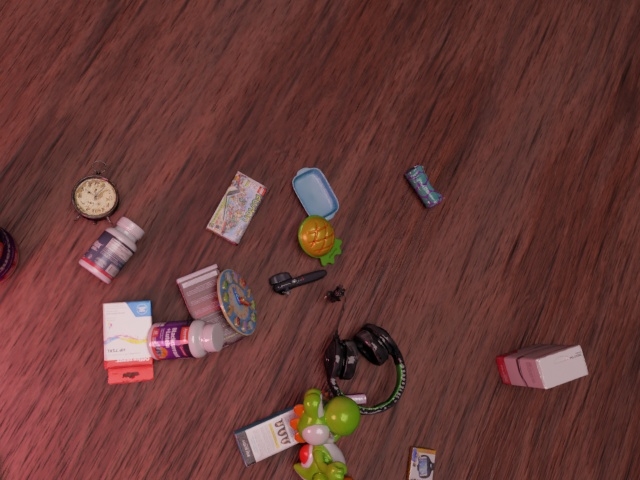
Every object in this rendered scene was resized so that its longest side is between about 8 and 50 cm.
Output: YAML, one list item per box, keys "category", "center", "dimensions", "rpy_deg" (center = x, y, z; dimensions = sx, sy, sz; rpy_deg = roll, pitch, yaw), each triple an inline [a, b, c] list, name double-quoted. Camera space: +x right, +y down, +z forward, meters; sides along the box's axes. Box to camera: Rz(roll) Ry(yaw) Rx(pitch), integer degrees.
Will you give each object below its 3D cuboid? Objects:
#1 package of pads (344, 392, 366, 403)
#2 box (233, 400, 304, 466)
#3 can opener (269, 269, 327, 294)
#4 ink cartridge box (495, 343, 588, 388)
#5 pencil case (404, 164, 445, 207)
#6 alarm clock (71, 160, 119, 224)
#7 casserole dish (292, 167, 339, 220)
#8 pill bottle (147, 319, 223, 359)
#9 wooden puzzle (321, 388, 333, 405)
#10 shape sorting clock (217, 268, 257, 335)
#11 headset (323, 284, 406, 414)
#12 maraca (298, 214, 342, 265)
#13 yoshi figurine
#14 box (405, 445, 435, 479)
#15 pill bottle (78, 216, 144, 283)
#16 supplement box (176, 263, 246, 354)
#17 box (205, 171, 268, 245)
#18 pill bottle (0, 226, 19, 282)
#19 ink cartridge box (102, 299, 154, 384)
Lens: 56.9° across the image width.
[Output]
- category: "package of pads"
  center: [0.097, 0.497, 1.845]
  dimensions: [0.083, 0.050, 0.032]
  rpy_deg: [-1, 81, -15]
- category: "box"
  center: [-0.128, 0.573, 1.766]
  dimensions: [0.244, 0.060, 0.101]
  rpy_deg: [-19, 87, -17]
- category: "can opener"
  center: [-0.065, 0.124, 1.858]
  dimensions: [0.186, 0.059, 0.073]
  rpy_deg: [-13, 84, -16]
- category: "ink cartridge box"
  center: [0.719, 0.408, 1.931]
  dimensions: [0.172, 0.237, 0.100]
  rpy_deg: [-14, 85, -17]
- category: "pencil case"
  center: [0.355, -0.187, 2.021]
  dimensions: [0.070, 0.064, 0.152]
  rpy_deg: [-33, 91, -1]
- category: "alarm clock"
  center: [-0.658, -0.142, 1.738]
  dimensions: [0.129, 0.064, 0.192]
  rpy_deg: [5, 82, -14]
- category: "casserole dish"
  center: [-0.019, -0.148, 1.928]
  dimensions: [0.114, 0.037, 0.188]
  rpy_deg: [-29, 90, -18]
- category: "pill bottle"
  center: [-0.377, 0.279, 1.663]
  dimensions: [0.193, 0.108, 0.108]
  rpy_deg: [-6, 82, 14]
- category: "wooden puzzle"
  center: [0.003, 0.494, 1.843]
  dimensions: [0.083, 0.006, 0.049]
  rpy_deg: [-10, 84, -17]
- category: "shape sorting clock"
  center: [-0.241, 0.180, 1.739]
  dimensions: [0.040, 0.206, 0.206]
  rpy_deg: [-24, 88, 14]
- category: "headset"
  center: [0.119, 0.333, 1.807]
  dimensions: [0.243, 0.185, 0.394]
  rpy_deg: [-19, 75, -18]
- category: "maraca"
  center: [0.000, 0.000, 1.881]
  dimensions: [0.127, 0.099, 0.186]
  rpy_deg: [-52, 122, -14]
- category: "yoshi figurine"
  center: [0.047, 0.597, 1.699]
  dimensions: [0.203, 0.203, 0.362]
  rpy_deg: [-17, 104, -31]
- category: "box"
  center: [0.318, 0.732, 1.879]
  dimensions: [0.081, 0.028, 0.136]
  rpy_deg: [12, 76, -13]
- category: "pill bottle"
  center: [-0.597, 0.024, 1.705]
  dimensions: [0.108, 0.108, 0.180]
  rpy_deg: [37, 73, -7]
- category: "supplement box"
  center: [-0.327, 0.205, 1.766]
  dimensions: [0.130, 0.073, 0.239]
  rpy_deg: [-22, 87, -17]
- category: "box"
  center: [-0.261, -0.101, 1.854]
  dimensions: [0.114, 0.036, 0.207]
  rpy_deg: [29, 75, -9]
- category: "pill bottle"
  center: [-0.901, 0.021, 1.509]
  dimensions: [0.181, 0.323, 0.182]
  rpy_deg: [2, 81, -15]
- category: "ink cartridge box"
  center: [-0.547, 0.292, 1.689]
  dimensions: [0.134, 0.078, 0.231]
  rpy_deg: [-3, 82, -16]
